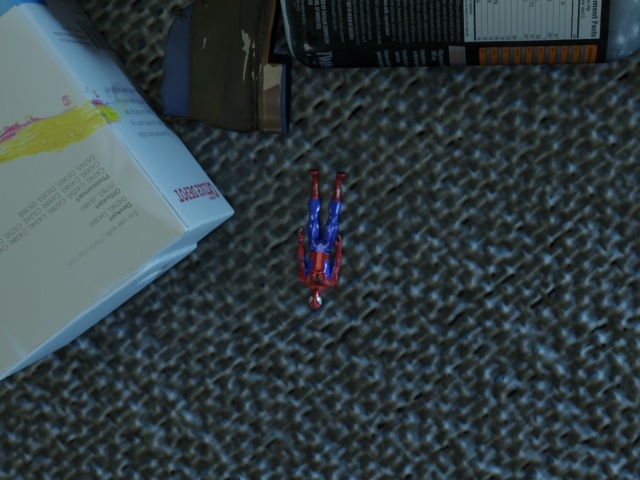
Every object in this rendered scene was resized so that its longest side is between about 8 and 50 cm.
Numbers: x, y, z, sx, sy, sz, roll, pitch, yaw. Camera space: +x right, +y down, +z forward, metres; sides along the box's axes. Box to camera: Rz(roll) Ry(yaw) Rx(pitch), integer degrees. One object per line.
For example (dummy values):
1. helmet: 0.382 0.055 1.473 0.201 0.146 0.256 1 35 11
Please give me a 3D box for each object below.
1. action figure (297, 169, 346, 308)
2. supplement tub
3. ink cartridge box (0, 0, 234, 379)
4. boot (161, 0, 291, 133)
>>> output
1. action figure: 0.000 0.000 1.322 0.038 0.030 0.115 4 97 1
2. supplement tub: 0.132 -0.228 1.203 0.316 0.193 0.193 0 95 6
3. ink cartridge box: -0.235 -0.063 1.255 0.197 0.198 0.270 -38 89 8
4. boot: -0.080 -0.194 1.286 0.106 0.082 0.219 -1 97 4
